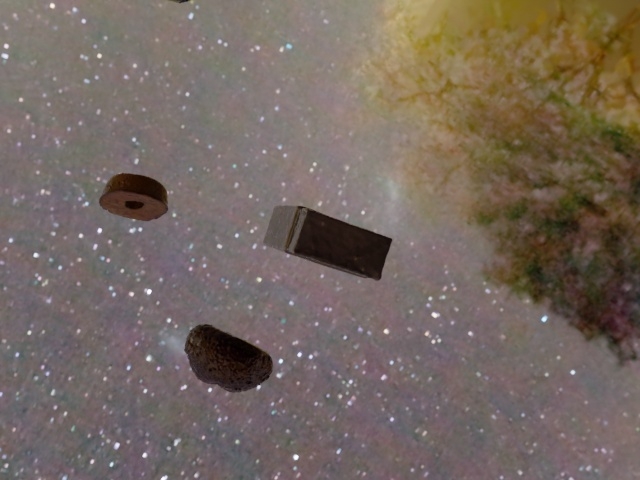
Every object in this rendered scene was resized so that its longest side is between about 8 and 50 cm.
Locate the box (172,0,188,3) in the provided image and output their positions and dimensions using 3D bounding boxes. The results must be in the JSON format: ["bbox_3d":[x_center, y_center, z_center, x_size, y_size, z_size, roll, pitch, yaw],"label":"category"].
[{"bbox_3d":[-0.298,-0.386,0.885,0.345,0.134,0.097,-4,-97,-48],"label":"box"}]

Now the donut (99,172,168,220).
[{"bbox_3d":[-0.394,-0.094,1.493,0.151,0.152,0.058,16,-112,-26],"label":"donut"}]

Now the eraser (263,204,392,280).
[{"bbox_3d":[0.000,0.000,1.139,0.144,0.078,0.343,19,179,-11],"label":"eraser"}]

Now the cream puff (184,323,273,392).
[{"bbox_3d":[-0.144,0.189,1.090,0.148,0.085,0.149,25,169,5],"label":"cream puff"}]
